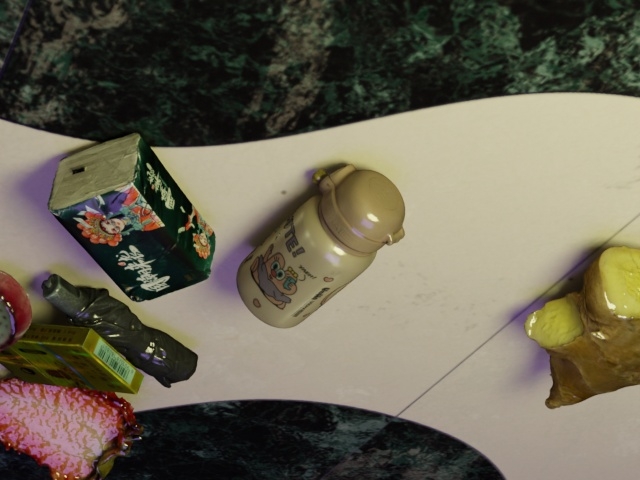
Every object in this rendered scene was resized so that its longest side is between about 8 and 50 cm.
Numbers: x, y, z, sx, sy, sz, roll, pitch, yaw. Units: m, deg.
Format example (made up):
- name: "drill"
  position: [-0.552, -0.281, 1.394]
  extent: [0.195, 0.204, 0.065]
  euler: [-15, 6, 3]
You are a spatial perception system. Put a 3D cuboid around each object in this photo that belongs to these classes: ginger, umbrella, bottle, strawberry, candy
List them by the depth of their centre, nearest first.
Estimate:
- name: "bottle"
  position: [0.000, 0.000, 1.141]
  extent: [0.110, 0.097, 0.209]
  euler: [53, 130, 6]
- name: "candy"
  position: [-0.387, 0.081, 1.252]
  extent: [0.103, 0.043, 0.103]
  euler: [5, 117, 10]
- name: "ginger"
  position: [0.348, 0.115, 1.263]
  extent: [0.219, 0.123, 0.270]
  euler: [13, 150, -11]
- name: "umbrella"
  position: [-0.243, 0.107, 1.306]
  extent: [0.066, 0.059, 0.236]
  euler: [-37, 130, 11]
- name: "strawberry"
  position: [-0.345, 0.233, 1.463]
  extent: [0.208, 0.087, 0.167]
  euler: [40, 110, -8]

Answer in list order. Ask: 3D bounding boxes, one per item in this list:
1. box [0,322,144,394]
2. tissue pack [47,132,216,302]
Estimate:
- name: "box"
  position: [-0.327, 0.142, 1.325]
  extent: [0.193, 0.030, 0.121]
  euler: [0, 145, 30]
- name: "tissue pack"
  position: [-0.190, -0.019, 1.114]
  extent: [0.103, 0.090, 0.170]
  euler: [-17, 140, 16]
